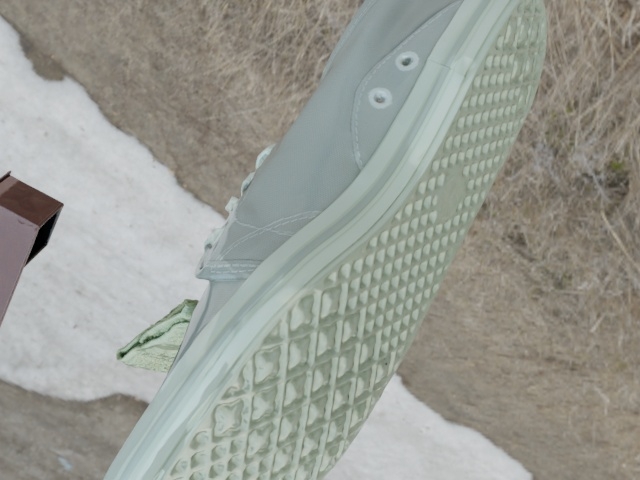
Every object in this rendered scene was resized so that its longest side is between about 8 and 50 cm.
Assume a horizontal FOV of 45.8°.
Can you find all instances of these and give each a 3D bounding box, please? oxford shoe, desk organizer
[{"bbox_3d":[0.000,0.000,0.486,0.130,0.449,0.169,21,157,29],"label":"oxford shoe"},{"bbox_3d":[-0.256,0.016,0.605,0.050,0.047,0.130,29,117,-6],"label":"desk organizer"}]

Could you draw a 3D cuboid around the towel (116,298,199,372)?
[{"bbox_3d":[-0.062,0.077,0.557,0.148,0.027,0.110,12,149,-36],"label":"towel"}]
